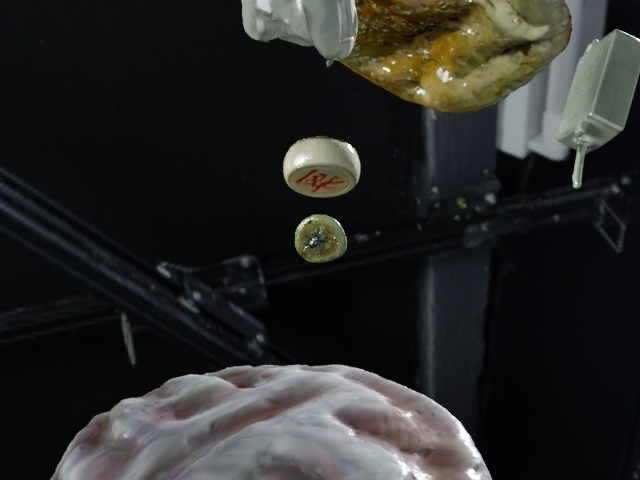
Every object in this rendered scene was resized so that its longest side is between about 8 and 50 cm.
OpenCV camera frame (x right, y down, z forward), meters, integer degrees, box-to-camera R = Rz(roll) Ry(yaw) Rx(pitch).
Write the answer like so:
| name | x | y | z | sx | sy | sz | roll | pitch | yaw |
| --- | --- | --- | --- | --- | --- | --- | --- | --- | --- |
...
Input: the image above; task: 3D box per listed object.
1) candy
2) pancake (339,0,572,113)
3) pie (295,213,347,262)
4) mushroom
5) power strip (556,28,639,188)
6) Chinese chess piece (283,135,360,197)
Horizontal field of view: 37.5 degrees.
| name | x | y | z | sx | sy | sz | roll | pitch | yaw |
| --- | --- | --- | --- | --- | --- | --- | --- | --- | --- |
| candy | -0.028 | 0.163 | 0.479 | 0.214 | 0.289 | 0.157 | -35 | -66 | -26 |
| pancake | 0.128 | -0.303 | 1.218 | 0.387 | 0.082 | 0.387 | 22 | -26 | 11 |
| pie | -0.001 | -0.001 | 1.437 | 0.084 | 0.021 | 0.084 | 5 | -64 | 10 |
| mushroom | -0.053 | -0.265 | 0.765 | 0.096 | 0.099 | 0.278 | -28 | -88 | 33 |
| power strip | 0.279 | -0.131 | 0.957 | 0.042 | 0.175 | 0.075 | 24 | -19 | -8 |
| Chinese chess piece | 0.002 | -0.113 | 1.484 | 0.122 | 0.051 | 0.122 | 1 | -26 | 1 |
